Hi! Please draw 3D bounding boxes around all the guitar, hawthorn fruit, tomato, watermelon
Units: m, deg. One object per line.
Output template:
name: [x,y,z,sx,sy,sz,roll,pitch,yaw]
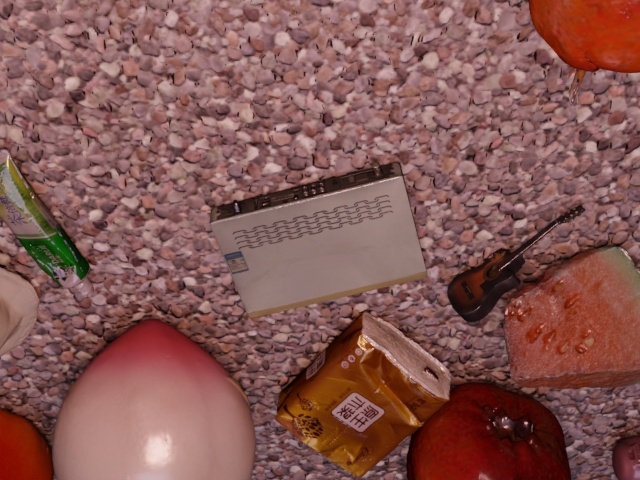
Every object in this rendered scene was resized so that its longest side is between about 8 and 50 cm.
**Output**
guitar: [0.280,0.027,1.351,0.233,0.088,0.025,-39,120,12]
hawthorn fruit: [0.327,-0.275,1.052,0.211,0.211,0.299,7,136,-9]
tomato: [-0.545,0.378,1.479,0.259,0.180,0.260,0,119,0]
hawthorn fruit: [0.256,0.381,1.496,0.265,0.265,0.307,3,129,-7]
watermelon: [0.354,0.132,1.354,0.256,0.193,0.140,-14,160,-21]

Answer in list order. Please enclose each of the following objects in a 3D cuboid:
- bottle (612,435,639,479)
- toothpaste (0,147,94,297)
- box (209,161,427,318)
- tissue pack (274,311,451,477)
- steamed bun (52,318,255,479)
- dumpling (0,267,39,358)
bottle: [0.613,0.374,1.603,0.233,0.110,0.110,-2,127,-3]
toothpaste: [-0.383,-0.015,1.282,0.078,0.047,0.248,-23,123,10]
box: [0.000,0.000,1.320,0.270,0.045,0.211,-15,126,7]
tissue pack: [0.065,0.238,1.465,0.183,0.092,0.226,36,120,-14]
steamed bun: [-0.239,0.258,1.376,0.309,0.309,0.309,-2,127,-3]
dumpling: [-0.492,0.093,1.311,0.216,0.126,0.166,36,101,-23]
